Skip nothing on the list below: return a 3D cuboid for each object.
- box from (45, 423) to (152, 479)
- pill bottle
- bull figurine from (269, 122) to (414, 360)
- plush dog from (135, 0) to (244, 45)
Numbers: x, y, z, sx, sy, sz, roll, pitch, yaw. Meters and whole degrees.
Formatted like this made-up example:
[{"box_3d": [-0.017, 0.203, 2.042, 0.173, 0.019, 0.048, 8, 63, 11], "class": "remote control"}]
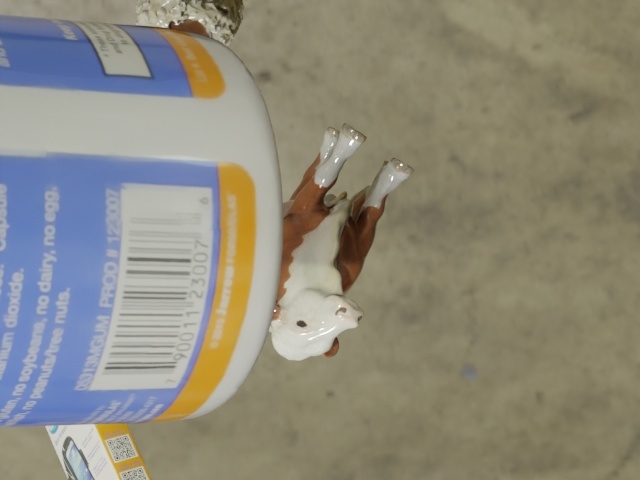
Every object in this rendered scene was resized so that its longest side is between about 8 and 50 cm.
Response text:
[{"box_3d": [-0.164, 0.155, 1.316, 0.028, 0.136, 0.081, -11, 154, -32], "class": "box"}, {"box_3d": [-0.163, -0.008, 0.630, 0.272, 0.152, 0.152, 2, 135, -29], "class": "pill bottle"}, {"box_3d": [0.000, 0.000, 1.550, 0.101, 0.310, 0.188, 32, 91, -9], "class": "bull figurine"}, {"box_3d": [-0.092, -0.337, 1.740, 0.262, 0.210, 0.225, -23, 130, 1], "class": "plush dog"}]
